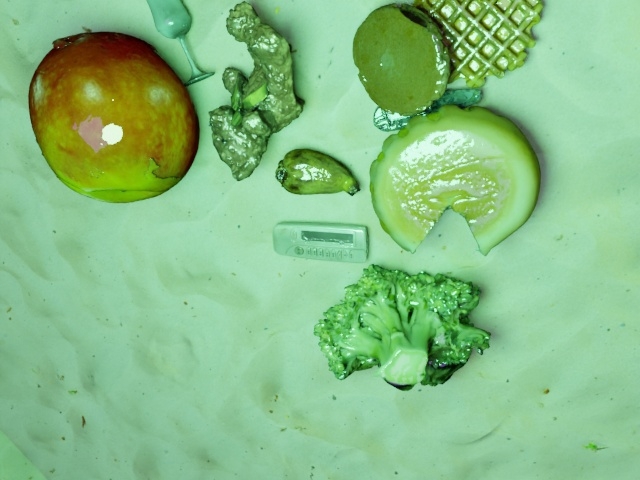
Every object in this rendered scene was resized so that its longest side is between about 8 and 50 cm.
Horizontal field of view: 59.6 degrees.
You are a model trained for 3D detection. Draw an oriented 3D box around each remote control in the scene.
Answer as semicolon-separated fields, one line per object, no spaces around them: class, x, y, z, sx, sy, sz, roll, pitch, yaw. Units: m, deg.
remote control;0.000;0.000;1.323;0.231;0.049;0.090;5;113;16

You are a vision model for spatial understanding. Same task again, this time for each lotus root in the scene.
lotus root;-0.001;-0.144;1.245;0.191;0.094;0.108;11;139;4

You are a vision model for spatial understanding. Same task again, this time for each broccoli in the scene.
broccoli;0.187;0.195;1.235;0.339;0.317;0.276;0;103;-24

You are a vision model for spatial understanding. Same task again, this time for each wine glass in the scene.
wine glass;-0.306;-0.442;1.218;0.079;0.079;0.195;-16;106;23

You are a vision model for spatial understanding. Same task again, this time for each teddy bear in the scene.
teddy bear;-0.161;-0.303;1.158;0.223;0.246;0.296;-30;140;-3

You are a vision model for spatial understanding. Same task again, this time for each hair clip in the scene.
hair clip;0.217;-0.273;1.147;0.229;0.036;0.065;-9;103;28

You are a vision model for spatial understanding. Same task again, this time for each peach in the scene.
peach;-0.435;-0.267;1.198;0.371;0.370;0.369;7;114;15

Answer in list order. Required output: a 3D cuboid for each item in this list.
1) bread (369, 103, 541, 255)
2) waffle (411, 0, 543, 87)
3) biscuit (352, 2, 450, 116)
bread;0.265;-0.124;1.125;0.333;0.160;0.332;6;113;13
waffle;0.282;-0.418;1.055;0.254;0.056;0.248;13;116;14
biscuit;0.155;-0.348;1.088;0.226;0.042;0.225;28;135;32
